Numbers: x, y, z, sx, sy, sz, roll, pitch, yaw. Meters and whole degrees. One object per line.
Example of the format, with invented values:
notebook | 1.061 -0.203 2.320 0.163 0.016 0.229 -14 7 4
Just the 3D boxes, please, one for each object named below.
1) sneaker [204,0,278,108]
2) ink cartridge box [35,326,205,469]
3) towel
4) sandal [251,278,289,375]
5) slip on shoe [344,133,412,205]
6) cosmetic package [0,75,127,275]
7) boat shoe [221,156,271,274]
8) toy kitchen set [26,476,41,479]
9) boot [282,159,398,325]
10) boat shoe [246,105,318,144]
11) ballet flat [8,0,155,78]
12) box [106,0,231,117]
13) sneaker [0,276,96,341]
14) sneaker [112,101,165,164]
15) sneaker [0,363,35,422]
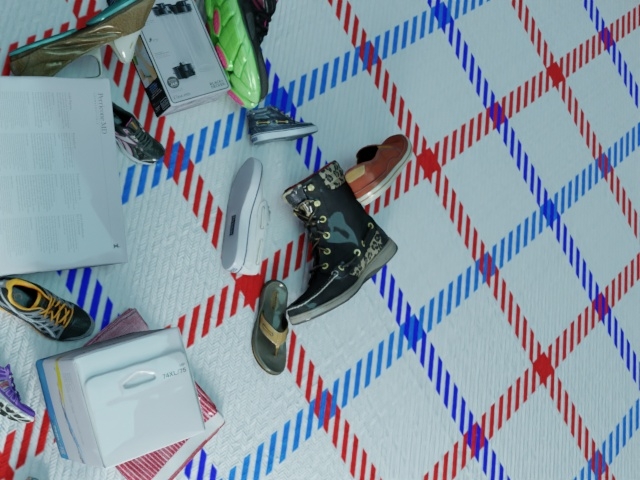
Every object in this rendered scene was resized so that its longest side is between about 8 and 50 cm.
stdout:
sneaker | -0.169 -0.549 1.953 0.202 0.185 0.483 -4 82 -30
ink cartridge box | -0.370 0.281 1.524 0.198 0.270 0.197 -15 90 -32
towel | -0.367 0.330 1.697 0.237 0.037 0.329 -44 103 -32
sandal | -0.101 0.192 1.888 0.090 0.060 0.220 17 69 -29
slip on shoe | 0.143 -0.199 2.058 0.101 0.123 0.331 51 33 -10
cosmetic package | -0.543 -0.127 1.633 0.284 0.097 0.378 -5 89 -32
boat shoe | -0.155 -0.053 1.895 0.088 0.096 0.268 17 71 -33
toy kitchen set | -0.451 0.531 1.513 0.207 0.166 0.122 35 62 -22
boot | 0.000 0.000 1.954 0.377 0.138 0.284 -37 101 -38
boat shoe | -0.090 -0.285 2.009 0.183 0.065 0.083 -12 86 -34
ballet flat | -0.470 -0.404 1.734 0.342 0.116 0.124 -32 115 -15
box | -0.339 -0.440 1.873 0.169 0.087 0.290 -26 93 -35
sneaker | -0.532 0.134 1.610 0.214 0.083 0.084 28 63 -26
sneaker | -0.407 -0.230 1.783 0.178 0.077 0.072 34 63 -23
sneaker | -0.588 0.270 1.551 0.170 0.068 0.071 50 52 -12
